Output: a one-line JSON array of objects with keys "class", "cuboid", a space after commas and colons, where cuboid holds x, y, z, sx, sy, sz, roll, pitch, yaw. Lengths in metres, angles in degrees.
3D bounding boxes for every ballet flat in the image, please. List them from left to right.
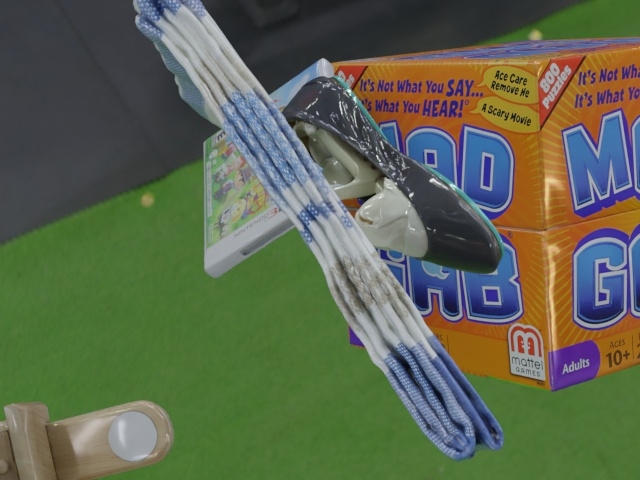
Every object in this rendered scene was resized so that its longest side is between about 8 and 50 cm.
[{"class": "ballet flat", "cuboid": [0.038, -0.035, 0.995, 0.074, 0.074, 0.203, -25, 57, -29]}]

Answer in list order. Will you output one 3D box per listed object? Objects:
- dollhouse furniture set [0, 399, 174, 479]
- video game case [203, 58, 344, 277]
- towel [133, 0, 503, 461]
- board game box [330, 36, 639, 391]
[{"class": "dollhouse furniture set", "cuboid": [-0.161, 0.234, 0.806, 0.174, 0.355, 0.303, -16, 82, 7]}, {"class": "video game case", "cuboid": [-0.057, -0.084, 1.619, 0.023, 0.193, 0.212, 37, 33, -35]}, {"class": "towel", "cuboid": [0.000, 0.000, 0.769, 0.034, 0.209, 0.285, -35, 81, -2]}, {"class": "board game box", "cuboid": [0.266, -0.054, 1.733, 0.356, 0.356, 0.356, -11, 102, -36]}]
